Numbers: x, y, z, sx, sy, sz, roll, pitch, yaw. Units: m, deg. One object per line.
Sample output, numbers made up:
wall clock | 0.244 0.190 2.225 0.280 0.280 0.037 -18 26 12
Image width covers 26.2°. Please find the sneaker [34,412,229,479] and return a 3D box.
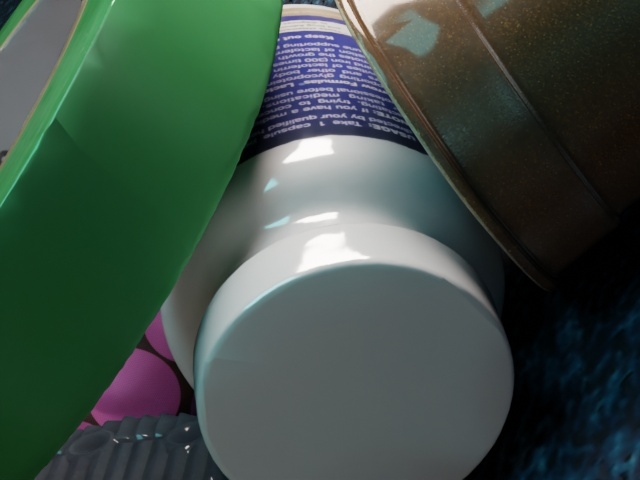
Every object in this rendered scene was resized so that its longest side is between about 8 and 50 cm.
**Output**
sneaker | -0.133 0.176 0.695 0.319 0.131 0.112 -13 22 21

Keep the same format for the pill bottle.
pill bottle | 0.000 0.000 0.642 0.153 0.153 0.264 -43 24 15

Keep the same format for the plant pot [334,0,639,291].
plant pot | 0.119 -0.092 0.583 0.165 0.167 0.167 -35 27 13

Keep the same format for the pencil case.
pencil case | -0.131 0.110 0.784 0.209 0.098 0.095 -49 5 8

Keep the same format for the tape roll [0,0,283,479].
tape roll | -0.142 -0.018 0.657 0.321 0.077 0.321 -45 25 27
